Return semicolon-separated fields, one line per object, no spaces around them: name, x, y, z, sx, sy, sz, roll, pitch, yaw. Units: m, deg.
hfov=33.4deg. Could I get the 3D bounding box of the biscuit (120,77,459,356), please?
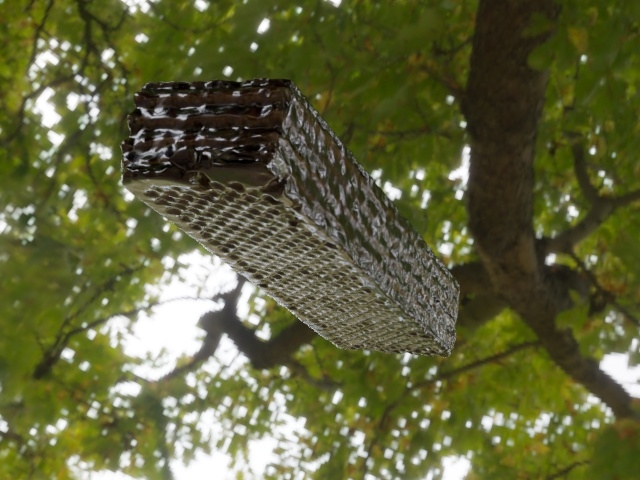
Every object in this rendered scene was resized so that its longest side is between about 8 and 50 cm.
biscuit;0.000;0.000;0.763;0.107;0.073;0.388;1;-20;24
